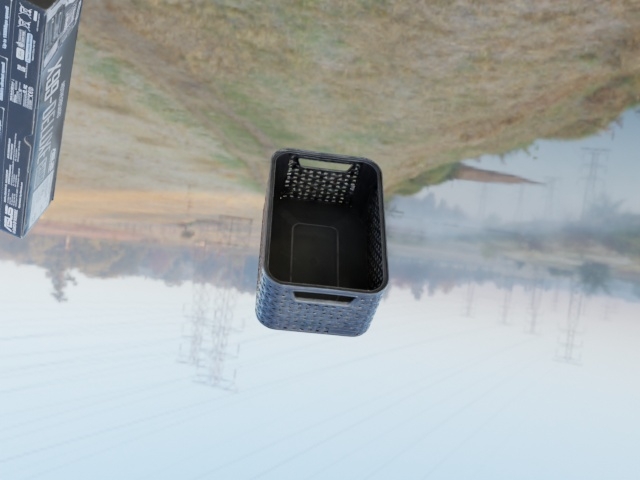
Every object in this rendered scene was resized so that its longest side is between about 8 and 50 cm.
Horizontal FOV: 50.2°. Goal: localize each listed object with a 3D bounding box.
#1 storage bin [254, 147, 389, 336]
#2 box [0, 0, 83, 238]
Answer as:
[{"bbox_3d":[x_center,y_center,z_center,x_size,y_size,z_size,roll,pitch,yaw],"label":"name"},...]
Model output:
[{"bbox_3d":[0.000,0.000,0.715,0.121,0.180,0.084,6,142,-7],"label":"storage bin"},{"bbox_3d":[-0.381,-0.166,0.677,0.242,0.077,0.307,24,134,-6],"label":"box"}]
